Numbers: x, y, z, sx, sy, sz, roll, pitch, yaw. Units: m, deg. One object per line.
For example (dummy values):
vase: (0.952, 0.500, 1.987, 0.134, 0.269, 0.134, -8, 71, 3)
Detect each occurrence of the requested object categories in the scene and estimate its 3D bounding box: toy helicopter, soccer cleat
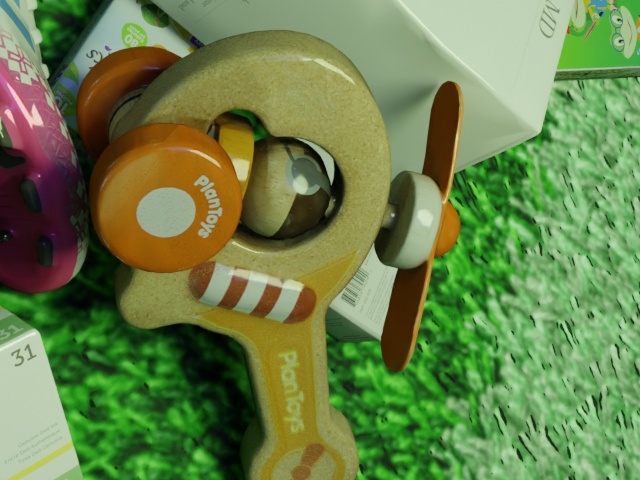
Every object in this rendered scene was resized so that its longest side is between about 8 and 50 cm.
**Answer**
toy helicopter: (-0.012, 0.033, 0.780, 0.235, 0.140, 0.355, -12, 123, -8)
soccer cleat: (-0.205, -0.131, 0.721, 0.143, 0.116, 0.331, -54, 129, -50)

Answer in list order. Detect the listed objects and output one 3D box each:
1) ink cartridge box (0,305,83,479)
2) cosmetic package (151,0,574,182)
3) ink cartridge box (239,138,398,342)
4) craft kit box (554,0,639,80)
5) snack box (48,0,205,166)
ink cartridge box: (-0.240, 0.079, 0.671, 0.171, 0.056, 0.235, -29, 125, -32)
cosmetic package: (-0.007, -0.231, 0.822, 0.385, 0.156, 0.217, 35, 53, -24)
ink cartridge box: (0.000, 0.000, 0.885, 0.135, 0.056, 0.099, 36, 66, -26)
craft kit box: (0.219, -0.266, 1.063, 0.246, 0.061, 0.250, -8, 89, -31)
snack box: (-0.120, -0.112, 0.828, 0.100, 0.037, 0.141, 39, 65, -23)
